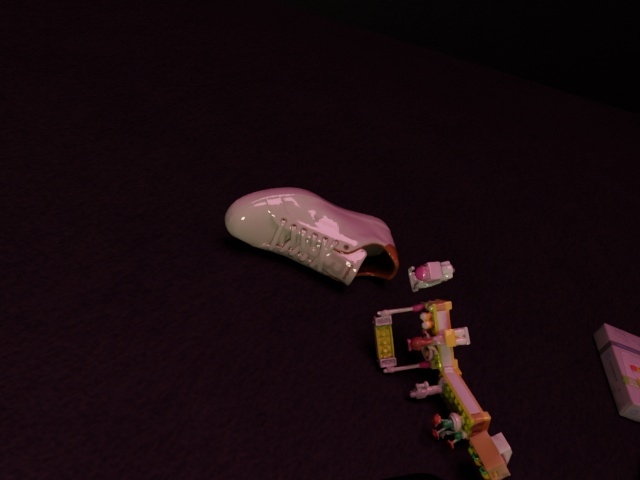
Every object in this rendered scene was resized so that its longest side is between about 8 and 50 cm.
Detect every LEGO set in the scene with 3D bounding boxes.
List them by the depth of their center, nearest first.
[{"bbox_3d":[0.144,0.175,0.765,0.107,0.132,0.286,-6,67,-13],"label":"LEGO set"}]

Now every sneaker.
[{"bbox_3d":[0.000,0.000,0.892,0.290,0.105,0.123,9,36,-24],"label":"sneaker"}]

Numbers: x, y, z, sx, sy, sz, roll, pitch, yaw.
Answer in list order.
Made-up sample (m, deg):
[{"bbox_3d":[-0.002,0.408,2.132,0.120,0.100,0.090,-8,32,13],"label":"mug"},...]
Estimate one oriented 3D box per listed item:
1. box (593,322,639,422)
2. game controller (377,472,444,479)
[{"bbox_3d":[0.560,0.240,0.991,0.145,0.038,0.186,22,36,-5],"label":"box"},{"bbox_3d":[0.024,0.319,0.535,0.320,0.067,0.166,2,42,-29],"label":"game controller"}]
